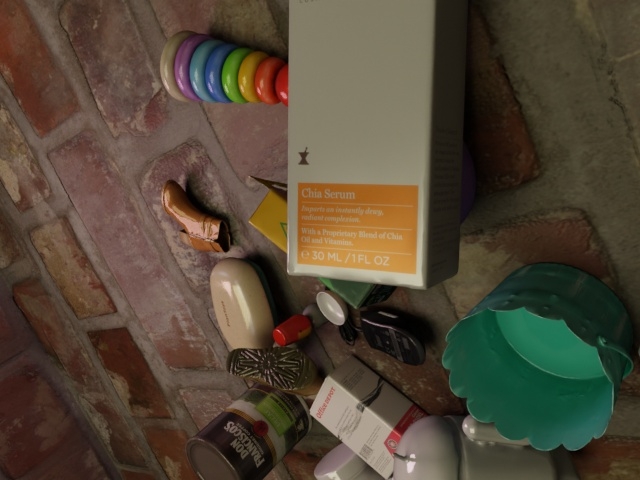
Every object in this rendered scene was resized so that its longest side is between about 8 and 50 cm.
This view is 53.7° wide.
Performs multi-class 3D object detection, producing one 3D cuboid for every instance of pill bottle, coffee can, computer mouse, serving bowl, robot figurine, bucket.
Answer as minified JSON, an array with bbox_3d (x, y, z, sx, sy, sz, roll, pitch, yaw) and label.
[{"bbox_3d":[0.134,0.660,1.534,0.188,0.188,0.333,-31,94,47],"label":"pill bottle"},{"bbox_3d":[-0.183,0.513,1.654,0.202,0.275,0.201,21,128,30],"label":"coffee can"},{"bbox_3d":[0.119,0.156,1.329,0.262,0.060,0.184,7,125,52],"label":"computer mouse"},{"bbox_3d":[0.030,0.138,1.348,0.083,0.027,0.083,35,145,30],"label":"serving bowl"},{"bbox_3d":[0.288,0.429,1.168,0.354,0.199,0.299,5,123,-9],"label":"robot figurine"},{"bbox_3d":[0.364,0.183,1.038,0.281,0.183,0.281,22,129,30],"label":"bucket"}]

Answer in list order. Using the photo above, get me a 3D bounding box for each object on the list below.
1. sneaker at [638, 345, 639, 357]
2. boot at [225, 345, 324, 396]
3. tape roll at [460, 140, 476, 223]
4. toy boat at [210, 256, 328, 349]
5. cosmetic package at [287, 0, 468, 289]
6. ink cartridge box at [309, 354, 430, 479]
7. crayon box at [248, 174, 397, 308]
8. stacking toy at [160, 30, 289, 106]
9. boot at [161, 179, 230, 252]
[{"bbox_3d":[0.546,0.067,0.877,0.282,0.102,0.161,-39,84,36],"label":"sneaker"},{"bbox_3d":[-0.058,0.312,1.468,0.236,0.089,0.269,7,162,31],"label":"boot"},{"bbox_3d":[0.131,-0.106,1.128,0.275,0.090,0.274,21,127,30],"label":"tape roll"},{"bbox_3d":[-0.124,0.172,1.505,0.318,0.148,0.267,12,118,45],"label":"toy boat"},{"bbox_3d":[0.085,-0.169,0.948,0.230,0.162,0.452,3,96,28],"label":"cosmetic package"},{"bbox_3d":[0.110,0.404,1.458,0.237,0.100,0.171,37,134,17],"label":"ink cartridge box"},{"bbox_3d":[0.000,0.000,1.226,0.319,0.202,0.081,39,102,17],"label":"crayon box"},{"bbox_3d":[-0.145,-0.316,1.213,0.331,0.141,0.141,16,125,29],"label":"stacking toy"},{"bbox_3d":[-0.299,-0.058,1.549,0.153,0.073,0.197,12,135,37],"label":"boot"}]
